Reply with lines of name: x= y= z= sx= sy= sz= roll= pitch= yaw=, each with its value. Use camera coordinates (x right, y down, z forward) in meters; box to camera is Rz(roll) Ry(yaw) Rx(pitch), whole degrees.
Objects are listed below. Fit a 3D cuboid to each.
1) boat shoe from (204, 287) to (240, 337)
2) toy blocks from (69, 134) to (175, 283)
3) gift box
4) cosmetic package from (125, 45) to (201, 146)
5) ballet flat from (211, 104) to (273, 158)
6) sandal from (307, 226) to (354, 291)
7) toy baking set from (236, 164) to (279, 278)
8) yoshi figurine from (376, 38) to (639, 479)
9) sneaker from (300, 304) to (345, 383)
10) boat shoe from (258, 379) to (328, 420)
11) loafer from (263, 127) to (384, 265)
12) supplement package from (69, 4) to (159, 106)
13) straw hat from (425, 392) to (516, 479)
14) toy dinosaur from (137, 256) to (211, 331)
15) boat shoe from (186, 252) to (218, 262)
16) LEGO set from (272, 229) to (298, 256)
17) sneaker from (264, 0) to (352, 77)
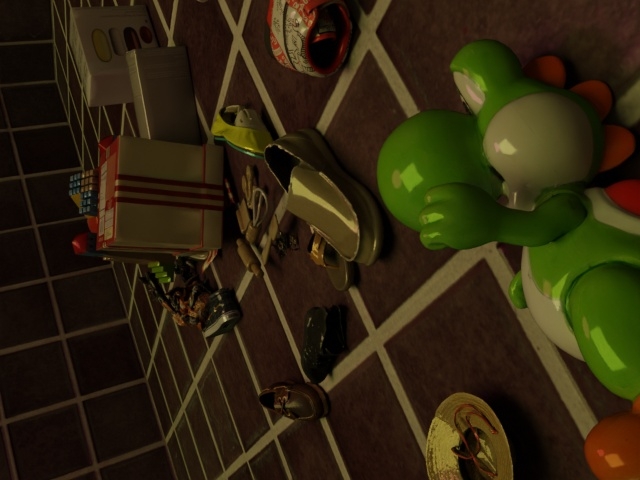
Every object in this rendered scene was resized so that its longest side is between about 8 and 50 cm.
boat shoe: x=-0.249 y=0.180 z=1.521 sx=0.183 sy=0.065 sz=0.083 roll=-43 pitch=62 yaw=52
toy blocks: x=-0.482 y=-0.096 z=1.498 sx=0.190 sy=0.260 sz=0.382 roll=-7 pitch=78 yaw=40
gift box: x=-0.345 y=-0.067 z=1.363 sx=0.255 sy=0.258 sz=0.277 roll=-2 pitch=87 yaw=61
cosmetic package: x=-0.367 y=-0.327 z=1.444 sx=0.107 sy=0.127 sz=0.238 roll=20 pitch=118 yaw=58
ballet flat: x=-0.144 y=-0.206 z=1.130 sx=0.231 sy=0.077 sz=0.077 roll=32 pitch=113 yaw=57
sandal: x=0.000 y=0.000 z=0.961 sx=0.180 sy=0.049 sz=0.072 roll=68 pitch=152 yaw=17
toy baking set: x=-0.132 y=-0.030 z=1.185 sx=0.256 sy=0.030 sz=0.197 roll=-126 pitch=35 yaw=-55
yoshi figurine: x=0.164 y=0.011 z=0.499 sx=0.204 sy=0.202 sz=0.362 roll=112 pitch=140 yaw=-59
sneaker: x=0.006 y=0.178 z=1.030 sx=0.089 sy=0.051 sz=0.170 roll=-147 pitch=53 yaw=-60
boat shoe: x=-0.057 y=0.315 z=1.192 sx=0.207 sy=0.073 sz=0.073 roll=-21 pitch=82 yaw=62
loafer: x=-0.003 y=-0.061 z=0.892 sx=0.268 sy=0.092 sz=0.102 roll=55 pitch=146 yaw=37
supplement package: x=-0.534 y=-0.486 z=1.617 sx=0.149 sy=0.194 sz=0.203 roll=-43 pitch=64 yaw=61
straw hat: x=0.187 y=0.246 z=0.698 sx=0.144 sy=0.061 sz=0.145 roll=-15 pitch=73 yaw=57
toy dinosaur: x=-0.380 y=0.166 z=1.685 sx=0.322 sy=0.164 sz=0.218 roll=-35 pitch=86 yaw=39
boat shoe: x=-0.315 y=0.014 z=1.578 sx=0.233 sy=0.084 sz=0.079 roll=18 pitch=156 yaw=52
LEGO set: x=-0.064 y=0.004 z=1.126 sx=0.083 sy=0.023 sz=0.054 roll=21 pitch=123 yaw=44
sneaker: x=-0.016 y=-0.348 z=0.794 sx=0.145 sy=0.090 sz=0.270 roll=43 pitch=141 yaw=47
